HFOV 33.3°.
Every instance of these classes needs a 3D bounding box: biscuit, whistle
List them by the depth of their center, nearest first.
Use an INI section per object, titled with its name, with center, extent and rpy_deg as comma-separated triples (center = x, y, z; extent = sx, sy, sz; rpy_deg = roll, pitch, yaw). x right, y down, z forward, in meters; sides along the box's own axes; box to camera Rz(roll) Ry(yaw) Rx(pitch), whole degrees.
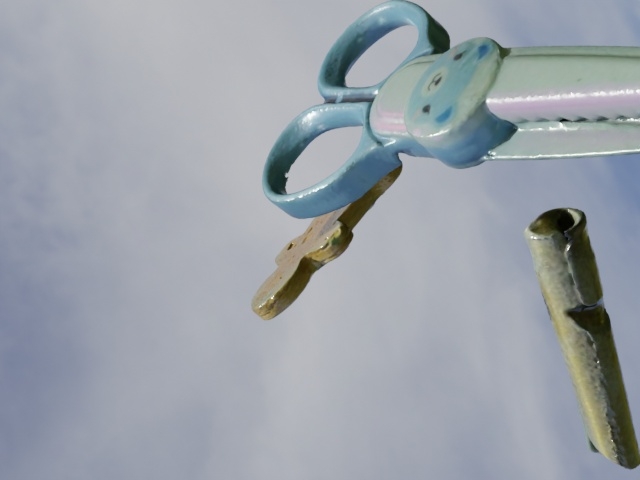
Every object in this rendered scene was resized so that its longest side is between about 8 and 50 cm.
[whistle]
center = 0.294, 0.116, 1.182
extent = 0.057, 0.068, 0.326
rpy_deg = -37, -61, -32
[biscuit]
center = 0.000, 0.000, 1.229
extent = 0.030, 0.153, 0.234
rpy_deg = 43, -116, -12

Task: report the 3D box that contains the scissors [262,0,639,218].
[scissors]
center = 0.062, -0.059, 0.467
extent = 0.030, 0.125, 0.256
rpy_deg = 37, 166, -30
